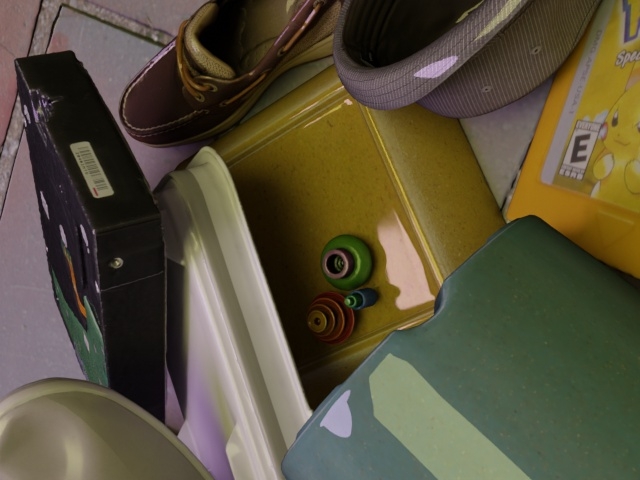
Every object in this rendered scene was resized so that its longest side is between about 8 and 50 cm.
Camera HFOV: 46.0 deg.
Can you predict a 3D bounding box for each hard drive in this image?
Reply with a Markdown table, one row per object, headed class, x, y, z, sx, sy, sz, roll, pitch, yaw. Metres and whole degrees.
| class | x | y | z | sx | sy | sz | roll | pitch | yaw |
| --- | --- | --- | --- | --- | --- | --- | --- | --- | --- |
| hard drive | -0.215 | 0.024 | 0.730 | 0.237 | 0.064 | 0.339 | 55 | 148 | 35 |

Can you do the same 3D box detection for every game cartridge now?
| class | x | y | z | sx | sy | sz | roll | pitch | yaw |
| --- | --- | --- | --- | --- | --- | --- | --- | --- | --- |
| game cartridge | 0.261 | -0.131 | 0.515 | 0.285 | 0.052 | 0.324 | -139 | 62 | -68 |

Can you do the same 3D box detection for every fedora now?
| class | x | y | z | sx | sy | sz | roll | pitch | yaw |
| --- | --- | --- | --- | --- | --- | --- | --- | --- | --- |
| fedora | 0.138 | -0.203 | 0.609 | 0.275 | 0.124 | 0.244 | -46 | 35 | 24 |

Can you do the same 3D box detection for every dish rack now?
| class | x | y | z | sx | sy | sz | roll | pitch | yaw |
| --- | --- | --- | --- | --- | --- | --- | --- | --- | --- |
| dish rack | -0.111 | 0.101 | 0.722 | 0.285 | 0.072 | 0.333 | -28 | 79 | 65 |

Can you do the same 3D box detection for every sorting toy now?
| class | x | y | z | sx | sy | sz | roll | pitch | yaw |
| --- | --- | --- | --- | --- | --- | --- | --- | --- | --- |
| sorting toy | 0.014 | 0.046 | 0.671 | 0.061 | 0.042 | 0.102 | 14 | 98 | 28 |

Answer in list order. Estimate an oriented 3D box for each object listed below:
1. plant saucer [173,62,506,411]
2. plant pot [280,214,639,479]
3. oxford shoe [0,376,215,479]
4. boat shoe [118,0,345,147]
| class | x | y | z | sx | sy | sz | roll | pitch | yaw |
| --- | --- | --- | --- | --- | --- | --- | --- | --- | --- |
| plant saucer | 0.000 | 0.000 | 0.747 | 0.332 | 0.081 | 0.333 | -28 | 78 | 28 |
| plant pot | 0.173 | 0.184 | 0.491 | 0.334 | 0.341 | 0.341 | 44 | 111 | 15 |
| oxford shoe | -0.119 | 0.308 | 0.600 | 0.169 | 0.130 | 0.449 | -28 | 101 | -13 |
| boat shoe | -0.099 | -0.199 | 0.769 | 0.342 | 0.123 | 0.123 | -21 | 82 | 28 |
